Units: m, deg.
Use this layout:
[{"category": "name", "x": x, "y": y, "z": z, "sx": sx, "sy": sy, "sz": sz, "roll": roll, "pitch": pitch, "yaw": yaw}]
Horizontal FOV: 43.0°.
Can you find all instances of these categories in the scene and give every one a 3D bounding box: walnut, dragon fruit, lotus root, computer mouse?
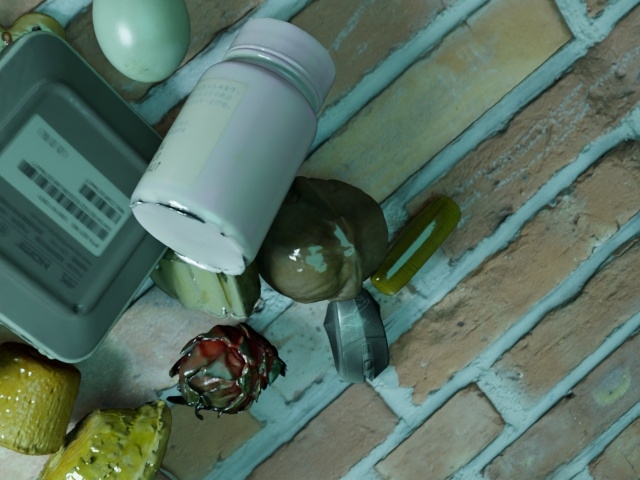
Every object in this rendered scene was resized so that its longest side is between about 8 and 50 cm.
[{"category": "walnut", "x": 0.000, "y": 0.002, "z": 1.465, "sx": 0.248, "sy": 0.248, "sz": 0.248, "roll": -7, "pitch": 110, "yaw": -19}, {"category": "dragon fruit", "x": -0.175, "y": 0.241, "z": 1.518, "sx": 0.188, "sy": 0.182, "sz": 0.182, "roll": -27, "pitch": 124, "yaw": -56}, {"category": "lotus root", "x": -0.196, "y": 0.043, "z": 1.425, "sx": 0.138, "sy": 0.234, "sz": 0.119, "roll": -51, "pitch": 138, "yaw": -30}, {"category": "computer mouse", "x": 0.081, "y": 0.202, "z": 1.654, "sx": 0.126, "sy": 0.071, "sz": 0.231, "roll": -17, "pitch": 113, "yaw": -15}]

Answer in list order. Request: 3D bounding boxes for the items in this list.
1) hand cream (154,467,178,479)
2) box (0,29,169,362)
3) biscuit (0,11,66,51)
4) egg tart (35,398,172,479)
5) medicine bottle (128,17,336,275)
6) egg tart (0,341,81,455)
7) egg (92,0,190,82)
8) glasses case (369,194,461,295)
[{"category": "hand cream", "x": -0.318, "y": 0.491, "z": 1.601, "sx": 0.084, "sy": 0.084, "sz": 0.203, "roll": -48, "pitch": 122, "yaw": 0}, {"category": "box", "x": -0.418, "y": -0.062, "z": 1.264, "sx": 0.396, "sy": 0.111, "sz": 0.397, "roll": 46, "pitch": 63, "yaw": -32}, {"category": "biscuit", "x": -0.513, "y": -0.281, "z": 1.291, "sx": 0.234, "sy": 0.030, "sz": 0.153, "roll": -32, "pitch": 118, "yaw": -8}, {"category": "egg tart", "x": -0.397, "y": 0.404, "z": 1.417, "sx": 0.132, "sy": 0.341, "sz": 0.341, "roll": 41, "pitch": 90, "yaw": -17}, {"category": "medicine bottle", "x": -0.130, "y": -0.156, "z": 1.307, "sx": 0.213, "sy": 0.213, "sz": 0.379, "roll": 37, "pitch": 66, "yaw": -27}, {"category": "egg tart", "x": -0.513, "y": 0.263, "z": 1.394, "sx": 0.202, "sy": 0.202, "sz": 0.147, "roll": 26, "pitch": 84, "yaw": -26}, {"category": "egg", "x": -0.283, "y": -0.347, "z": 1.286, "sx": 0.149, "sy": 0.149, "sz": 0.192, "roll": -14, "pitch": 114, "yaw": -16}, {"category": "glasses case", "x": 0.191, "y": 0.010, "z": 1.636, "sx": 0.234, "sy": 0.064, "sz": 0.079, "roll": -49, "pitch": 124, "yaw": 0}]
